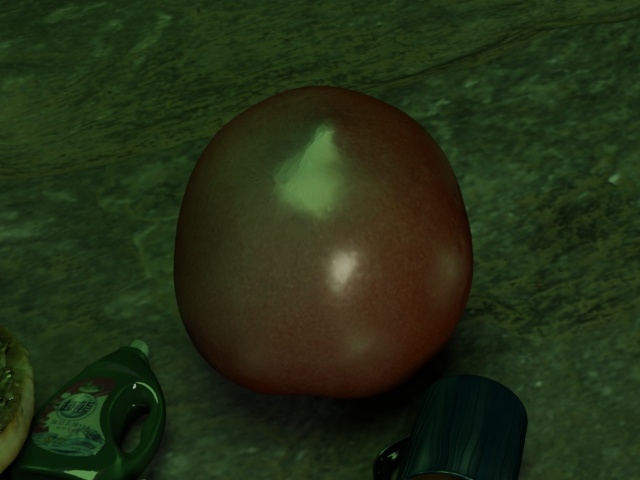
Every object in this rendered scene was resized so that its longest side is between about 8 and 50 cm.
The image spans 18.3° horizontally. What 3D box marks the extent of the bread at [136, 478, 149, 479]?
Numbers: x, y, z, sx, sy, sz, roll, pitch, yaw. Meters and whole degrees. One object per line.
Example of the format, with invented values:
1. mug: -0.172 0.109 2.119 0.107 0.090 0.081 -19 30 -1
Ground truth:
1. bread: -0.187 0.314 1.860 0.139 0.060 0.178 -17 43 -11

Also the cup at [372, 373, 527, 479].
1. cup: 0.119 0.209 1.898 0.150 0.113 0.138 7 42 13

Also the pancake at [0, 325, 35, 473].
1. pancake: -0.464 0.194 2.007 0.387 0.082 0.387 -11 36 8

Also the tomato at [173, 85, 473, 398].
1. tomato: 0.000 0.000 1.997 0.321 0.321 0.321 -4 42 4

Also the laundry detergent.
1. laundry detergent: -0.217 0.181 2.013 0.137 0.063 0.211 7 41 24
